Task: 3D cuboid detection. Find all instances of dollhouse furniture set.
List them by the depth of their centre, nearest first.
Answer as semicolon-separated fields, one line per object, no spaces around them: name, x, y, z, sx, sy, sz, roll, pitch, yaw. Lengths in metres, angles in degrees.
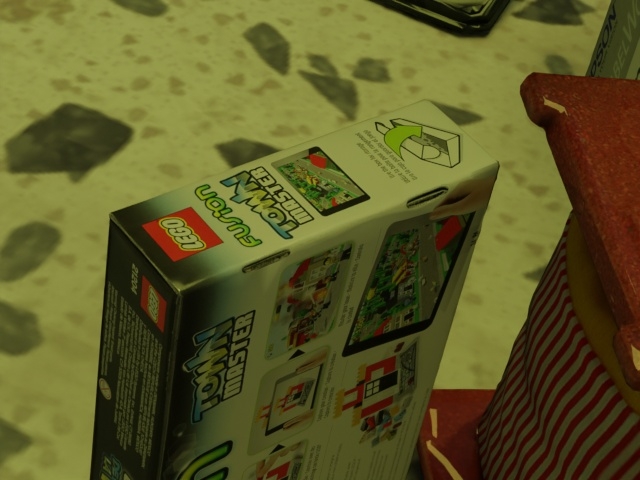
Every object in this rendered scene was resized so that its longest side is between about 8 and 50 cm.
dollhouse furniture set;0.151;0.144;0.451;0.152;0.201;0.374;-1;49;-15

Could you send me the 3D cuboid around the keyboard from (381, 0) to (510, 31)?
keyboard;0.001;-0.249;0.941;0.317;0.033;0.201;26;64;15

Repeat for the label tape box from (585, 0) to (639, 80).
label tape box;0.210;-0.125;0.711;0.115;0.249;0.348;4;42;-9

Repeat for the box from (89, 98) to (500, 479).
box;-0.017;0.060;0.486;0.114;0.207;0.036;-21;51;-32
